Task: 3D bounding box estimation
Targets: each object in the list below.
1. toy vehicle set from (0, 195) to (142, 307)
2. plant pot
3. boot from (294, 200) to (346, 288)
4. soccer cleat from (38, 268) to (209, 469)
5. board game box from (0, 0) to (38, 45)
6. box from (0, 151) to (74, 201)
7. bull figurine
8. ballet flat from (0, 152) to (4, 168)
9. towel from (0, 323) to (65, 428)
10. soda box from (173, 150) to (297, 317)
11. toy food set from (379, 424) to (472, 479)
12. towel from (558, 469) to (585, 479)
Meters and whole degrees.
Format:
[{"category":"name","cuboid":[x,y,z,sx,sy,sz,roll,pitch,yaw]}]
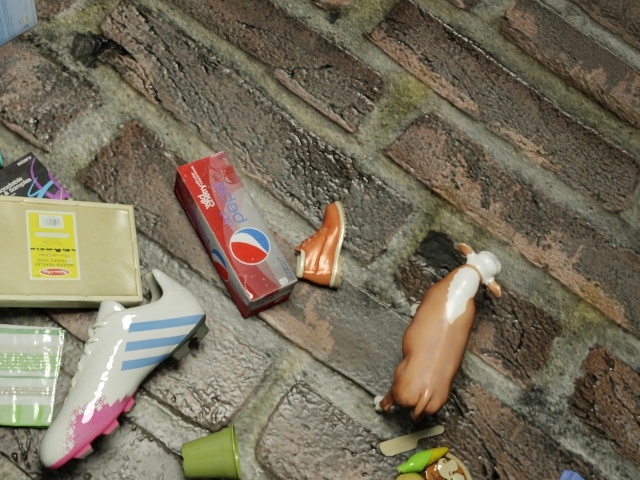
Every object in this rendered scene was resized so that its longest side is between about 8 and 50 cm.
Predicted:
[{"category":"toy vehicle set","cuboid":[-0.411,0.018,1.257,0.267,0.035,0.166,4,66,-33]},{"category":"plant pot","cuboid":[-0.161,0.318,1.211,0.079,0.083,0.083,-9,68,-5]},{"category":"boot","cuboid":[0.000,0.000,1.405,0.085,0.059,0.158,9,65,-4]},{"category":"soccer cleat","cuboid":[-0.310,0.177,1.207,0.143,0.116,0.331,50,55,-12]},{"category":"board game box","cuboid":[-0.538,-0.415,1.340,0.027,0.281,0.145,42,63,8]},{"category":"box","cuboid":[-0.467,-0.054,1.332,0.116,0.029,0.162,-38,78,-26]},{"category":"bull figurine","cuboid":[0.186,0.148,1.304,0.101,0.188,0.310,30,63,1]},{"category":"ballet flat","cuboid":[-0.570,-0.203,1.356,0.074,0.074,0.203,-10,71,-17]},{"category":"towel","cuboid":[-0.447,0.202,1.226,0.113,0.023,0.152,4,67,-9]},{"category":"soda box","cuboid":[-0.144,-0.011,1.359,0.092,0.083,0.263,-24,72,-23]},{"category":"toy food set","cuboid":[0.179,0.386,1.276,0.132,0.038,0.192,-14,70,-19]},{"category":"towel","cuboid":[0.394,0.552,1.259,0.243,0.040,0.336,38,65,4]}]
